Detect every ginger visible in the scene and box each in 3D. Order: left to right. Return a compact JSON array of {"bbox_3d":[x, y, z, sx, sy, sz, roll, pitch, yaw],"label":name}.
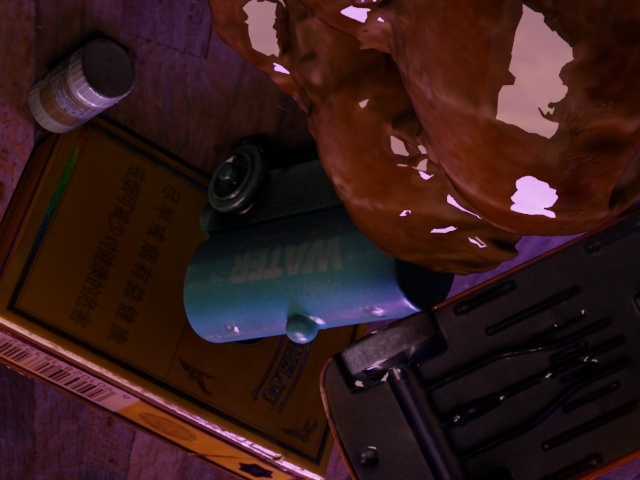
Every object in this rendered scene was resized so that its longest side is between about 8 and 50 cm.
[{"bbox_3d":[0.071,-0.119,0.794,0.274,0.152,0.357,50,157,-5],"label":"ginger"}]

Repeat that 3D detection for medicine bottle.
[{"bbox_3d":[-0.173,-0.111,1.067,0.047,0.047,0.083,32,150,-26],"label":"medicine bottle"}]

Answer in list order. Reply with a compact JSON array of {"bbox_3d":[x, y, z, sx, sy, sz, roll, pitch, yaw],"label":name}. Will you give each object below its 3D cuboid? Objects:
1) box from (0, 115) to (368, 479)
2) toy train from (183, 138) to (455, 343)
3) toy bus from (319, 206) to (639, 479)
[{"bbox_3d":[-0.112,0.052,1.169,0.301,0.192,0.084,29,150,-22],"label":"box"},{"bbox_3d":[0.000,0.000,1.057,0.248,0.159,0.101,-13,145,41],"label":"toy train"},{"bbox_3d":[0.169,0.071,0.930,0.329,0.143,0.153,-26,174,3],"label":"toy bus"}]
